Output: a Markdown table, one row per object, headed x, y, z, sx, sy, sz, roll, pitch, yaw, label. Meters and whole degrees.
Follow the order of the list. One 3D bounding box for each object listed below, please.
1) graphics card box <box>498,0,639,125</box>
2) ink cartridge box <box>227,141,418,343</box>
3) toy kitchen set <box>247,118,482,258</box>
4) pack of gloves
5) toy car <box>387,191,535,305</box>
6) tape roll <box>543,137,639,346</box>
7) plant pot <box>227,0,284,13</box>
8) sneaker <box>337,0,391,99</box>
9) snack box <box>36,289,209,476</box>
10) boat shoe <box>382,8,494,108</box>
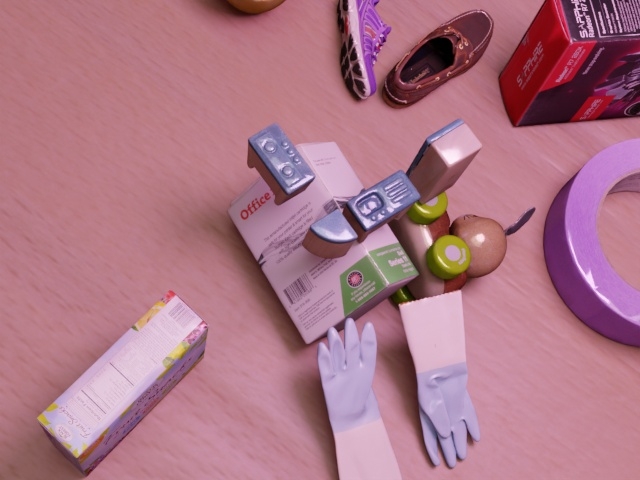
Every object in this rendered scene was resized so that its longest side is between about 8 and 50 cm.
| x | y | z | sx | sy | sz | roll | pitch | yaw | label |
| --- | --- | --- | --- | --- | --- | --- | --- | --- | --- |
| 0.459 | -0.258 | 1.501 | 0.371 | 0.233 | 0.094 | -6 | 69 | -12 | graphics card box |
| 0.000 | 0.000 | 1.379 | 0.087 | 0.153 | 0.208 | -16 | 71 | -56 | ink cartridge box |
| 0.045 | -0.101 | 1.268 | 0.207 | 0.122 | 0.166 | -32 | 80 | -20 | toy kitchen set |
| 0.095 | 0.189 | 1.372 | 0.195 | 0.046 | 0.232 | -13 | 103 | -15 | pack of gloves |
| 0.185 | -0.007 | 1.425 | 0.188 | 0.155 | 0.149 | -15 | 75 | -23 | toy car |
| 0.449 | 0.003 | 1.490 | 0.274 | 0.090 | 0.275 | 2 | 72 | -8 | tape roll |
| -0.091 | -0.369 | 1.521 | 0.134 | 0.095 | 0.134 | 3 | 72 | -9 | plant pot |
| 0.067 | -0.279 | 1.534 | 0.071 | 0.068 | 0.170 | 2 | 71 | -14 | sneaker |
| -0.226 | 0.170 | 1.280 | 0.070 | 0.174 | 0.207 | 41 | 70 | 7 | snack box |
| 0.174 | -0.262 | 1.542 | 0.073 | 0.073 | 0.207 | 44 | 70 | 8 | boat shoe |
